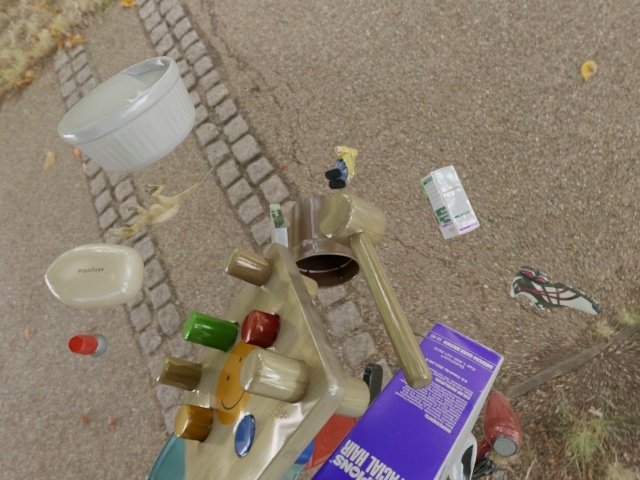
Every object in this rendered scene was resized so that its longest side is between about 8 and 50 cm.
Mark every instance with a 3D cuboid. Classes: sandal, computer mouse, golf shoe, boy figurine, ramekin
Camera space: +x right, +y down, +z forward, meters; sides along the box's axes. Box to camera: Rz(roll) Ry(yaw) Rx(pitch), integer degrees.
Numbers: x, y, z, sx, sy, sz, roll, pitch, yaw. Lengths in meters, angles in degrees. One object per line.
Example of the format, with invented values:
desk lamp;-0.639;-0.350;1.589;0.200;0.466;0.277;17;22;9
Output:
sandal;0.172;0.751;1.857;0.107;0.167;0.445;3;67;34
computer mouse;0.282;0.495;0.896;0.042;0.106;0.193;13;81;4
golf shoe;0.773;0.186;1.420;0.273;0.105;0.120;28;97;28
boy figurine;0.102;-0.355;1.958;0.092;0.177;0.285;-9;36;25
ramekin;-0.390;-0.258;0.906;0.273;0.127;0.273;-16;43;16

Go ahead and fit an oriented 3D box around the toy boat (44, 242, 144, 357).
toy boat;-0.639;0.166;1.217;0.267;0.148;0.318;1;75;-3

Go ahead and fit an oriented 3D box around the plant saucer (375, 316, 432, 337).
plant saucer;0.354;0.347;1.706;0.278;0.278;0.041;11;78;35

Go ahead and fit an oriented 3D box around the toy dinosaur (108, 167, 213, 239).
toy dinosaur;-0.249;-0.054;0.683;0.183;0.053;0.093;-41;41;-24

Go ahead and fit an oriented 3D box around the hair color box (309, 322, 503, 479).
hair color box;0.097;0.277;0.531;0.110;0.339;0.185;25;129;28

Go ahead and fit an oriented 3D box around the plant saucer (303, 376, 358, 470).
plant saucer;0.039;0.603;1.401;0.048;0.259;0.258;14;103;47

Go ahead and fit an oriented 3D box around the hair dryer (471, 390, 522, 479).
hair dryer;0.371;0.471;0.989;0.080;0.223;0.293;37;60;4

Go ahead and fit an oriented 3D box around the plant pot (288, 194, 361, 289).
plant pot;0.000;0.000;0.958;0.167;0.167;0.165;-23;54;27

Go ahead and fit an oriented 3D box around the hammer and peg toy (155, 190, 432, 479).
hammer and peg toy;-0.055;0.118;0.461;0.361;0.127;0.266;-55;29;16

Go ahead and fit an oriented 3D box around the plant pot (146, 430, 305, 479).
plant pot;-0.242;0.652;1.218;0.334;0.341;0.341;28;94;13

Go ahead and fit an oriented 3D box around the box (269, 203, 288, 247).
box;-0.199;-0.016;2.055;0.322;0.058;0.232;-117;24;-63

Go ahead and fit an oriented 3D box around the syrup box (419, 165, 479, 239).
syrup box;0.451;-0.132;1.511;0.096;0.093;0.237;-20;85;-18
